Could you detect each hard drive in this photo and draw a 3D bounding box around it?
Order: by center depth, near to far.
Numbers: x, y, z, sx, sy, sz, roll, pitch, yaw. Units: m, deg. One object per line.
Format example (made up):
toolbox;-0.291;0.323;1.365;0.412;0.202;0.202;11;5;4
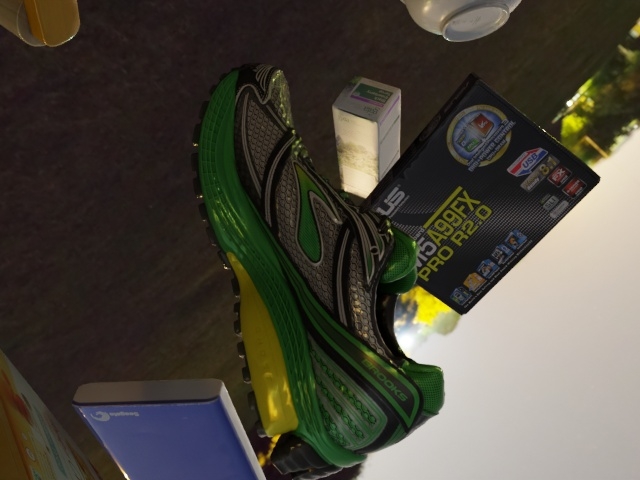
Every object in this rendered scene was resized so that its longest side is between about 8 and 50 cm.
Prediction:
hard drive;-0.206;0.324;0.919;0.040;0.210;0.318;-82;164;-49

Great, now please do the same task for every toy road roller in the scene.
toy road roller;-0.464;-0.521;1.024;0.240;0.203;0.329;-45;164;-36

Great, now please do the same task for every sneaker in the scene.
sneaker;0.000;0.000;0.498;0.146;0.343;0.134;-22;161;11

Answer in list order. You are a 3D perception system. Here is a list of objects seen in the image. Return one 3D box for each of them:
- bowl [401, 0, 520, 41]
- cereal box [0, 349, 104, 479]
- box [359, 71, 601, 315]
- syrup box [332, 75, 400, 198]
bowl;0.314;-0.516;1.297;0.298;0.134;0.298;-11;170;-2
cereal box;-0.184;0.181;0.425;0.047;0.173;0.240;-32;135;-20
box;0.201;-0.054;0.842;0.270;0.216;0.060;-50;-166;21
syrup box;0.092;-0.186;1.166;0.096;0.093;0.236;-55;156;-28
